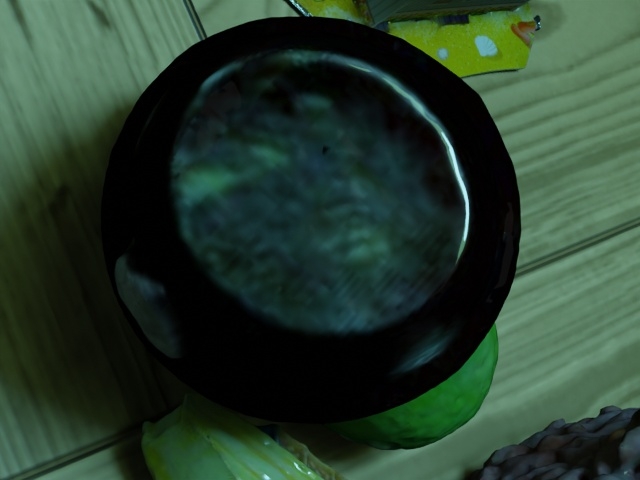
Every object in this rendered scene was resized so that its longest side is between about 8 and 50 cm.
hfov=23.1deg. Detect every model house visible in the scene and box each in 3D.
[{"bbox_3d":[0.072,-0.204,0.878,0.219,0.136,0.207,-11,79,-42],"label":"model house"}]

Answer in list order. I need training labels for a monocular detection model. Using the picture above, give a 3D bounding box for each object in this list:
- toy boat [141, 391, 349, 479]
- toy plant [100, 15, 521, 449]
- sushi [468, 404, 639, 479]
[{"bbox_3d":[-0.009,0.129,0.709,0.172,0.065,0.066,40,30,-22],"label":"toy boat"},{"bbox_3d":[0.000,0.000,0.688,0.175,0.235,0.218,-40,88,-4],"label":"toy plant"},{"bbox_3d":[0.190,0.207,0.762,0.236,0.171,0.270,-18,87,-44],"label":"sushi"}]
